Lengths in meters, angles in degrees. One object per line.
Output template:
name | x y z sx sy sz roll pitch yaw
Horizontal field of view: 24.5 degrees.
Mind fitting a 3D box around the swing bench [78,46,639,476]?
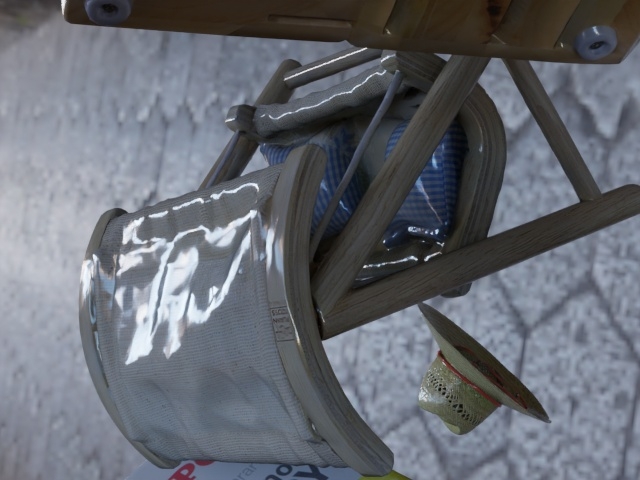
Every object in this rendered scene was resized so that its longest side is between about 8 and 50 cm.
swing bench | 0.000 0.000 0.850 0.253 0.255 0.165 -12 113 57

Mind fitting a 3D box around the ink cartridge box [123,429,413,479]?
ink cartridge box | 0.000 0.284 0.862 0.385 0.279 0.160 22 140 38

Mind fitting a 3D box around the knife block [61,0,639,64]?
knife block | -0.021 -0.182 0.486 0.088 0.276 0.242 115 152 -52

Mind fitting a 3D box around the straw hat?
straw hat | 0.108 0.116 1.142 0.061 0.144 0.144 -50 24 7
